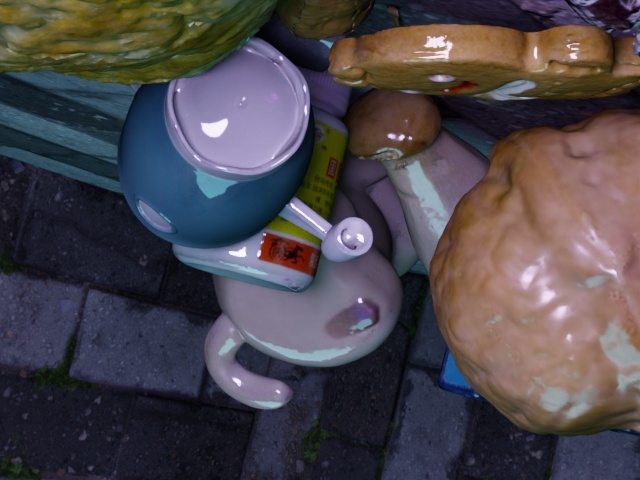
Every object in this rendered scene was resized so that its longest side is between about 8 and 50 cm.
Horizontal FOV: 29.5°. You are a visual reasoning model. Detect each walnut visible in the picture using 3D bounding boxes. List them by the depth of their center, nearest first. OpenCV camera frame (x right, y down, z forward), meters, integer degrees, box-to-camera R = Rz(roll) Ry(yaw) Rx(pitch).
[{"bbox_3d":[0.246,0.029,1.062,0.306,0.306,0.344,13,-179,6],"label":"walnut"}]

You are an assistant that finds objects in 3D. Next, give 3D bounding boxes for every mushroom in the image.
[{"bbox_3d":[0.139,-0.028,1.270,0.128,0.128,0.350,9,148,44],"label":"mushroom"}]

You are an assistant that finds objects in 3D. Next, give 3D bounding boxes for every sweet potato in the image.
[{"bbox_3d":[0.016,-0.178,0.772,0.081,0.062,0.233,-5,177,-15],"label":"sweet potato"}]

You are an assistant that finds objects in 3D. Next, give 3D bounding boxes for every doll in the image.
[{"bbox_3d":[0.011,-0.005,1.370,0.215,0.370,0.226,45,131,-8],"label":"doll"}]

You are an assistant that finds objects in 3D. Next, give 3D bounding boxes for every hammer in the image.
[{"bbox_3d":[0.067,-0.169,1.000,0.029,0.014,0.123,4,171,11],"label":"hammer"}]

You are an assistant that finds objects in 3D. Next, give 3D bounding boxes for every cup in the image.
[{"bbox_3d":[-0.079,-0.086,0.978,0.300,0.167,0.173,40,165,-4],"label":"cup"}]

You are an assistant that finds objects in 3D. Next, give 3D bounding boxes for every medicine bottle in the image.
[{"bbox_3d":[-0.050,-0.073,1.149,0.139,0.225,0.139,13,175,1],"label":"medicine bottle"}]

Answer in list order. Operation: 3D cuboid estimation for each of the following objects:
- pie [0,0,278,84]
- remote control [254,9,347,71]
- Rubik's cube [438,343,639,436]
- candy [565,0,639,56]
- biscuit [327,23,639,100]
[{"bbox_3d":[-0.198,-0.182,0.691,0.418,0.180,0.395,7,179,-23],"label":"pie"},{"bbox_3d":[-0.166,-0.209,0.983,0.378,0.044,0.107,14,180,-10],"label":"remote control"},{"bbox_3d":[0.352,0.084,1.458,0.287,0.292,0.293,11,172,37],"label":"Rubik's cube"},{"bbox_3d":[0.161,-0.153,0.695,0.094,0.051,0.226,5,170,43],"label":"candy"},{"bbox_3d":[0.130,-0.124,0.880,0.249,0.035,0.184,1,178,-18],"label":"biscuit"}]
